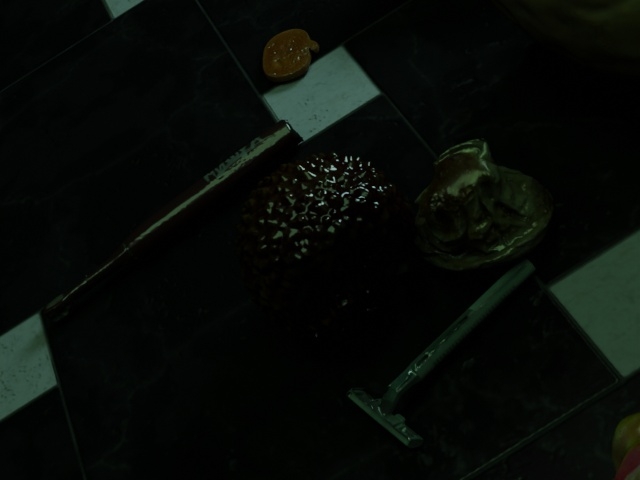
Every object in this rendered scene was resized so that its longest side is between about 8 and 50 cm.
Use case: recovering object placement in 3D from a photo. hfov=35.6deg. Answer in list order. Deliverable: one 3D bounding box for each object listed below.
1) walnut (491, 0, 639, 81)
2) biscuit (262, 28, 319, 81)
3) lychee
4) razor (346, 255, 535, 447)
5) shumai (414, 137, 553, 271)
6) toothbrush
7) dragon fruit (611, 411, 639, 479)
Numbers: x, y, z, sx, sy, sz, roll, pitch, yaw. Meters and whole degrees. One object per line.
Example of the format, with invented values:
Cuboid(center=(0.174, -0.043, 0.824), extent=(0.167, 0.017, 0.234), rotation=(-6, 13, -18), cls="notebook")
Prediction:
Cuboid(center=(0.325, -0.336, 0.965), extent=(0.381, 0.381, 0.381), rotation=(-15, 48, 17), cls="walnut")
Cuboid(center=(-0.038, -0.239, 1.286), extent=(0.078, 0.015, 0.091), rotation=(-12, 50, 17), cls="biscuit")
Cuboid(center=(0.000, 0.000, 0.961), extent=(0.188, 0.188, 0.188), rotation=(-15, 48, 17), cls="lychee")
Cuboid(center=(0.123, 0.089, 0.918), extent=(0.211, 0.036, 0.084), rotation=(-46, 49, -11), cls="razor")
Cuboid(center=(0.147, -0.042, 0.952), extent=(0.146, 0.116, 0.145), rotation=(-19, 37, 16), cls="shumai")
Cuboid(center=(-0.174, -0.023, 1.164), extent=(0.364, 0.041, 0.041), rotation=(-37, 46, -5), cls="toothbrush")
Cuboid(center=(0.286, 0.210, 0.614), extent=(0.224, 0.227, 0.224), rotation=(-52, 17, 23), cls="dragon fruit")
